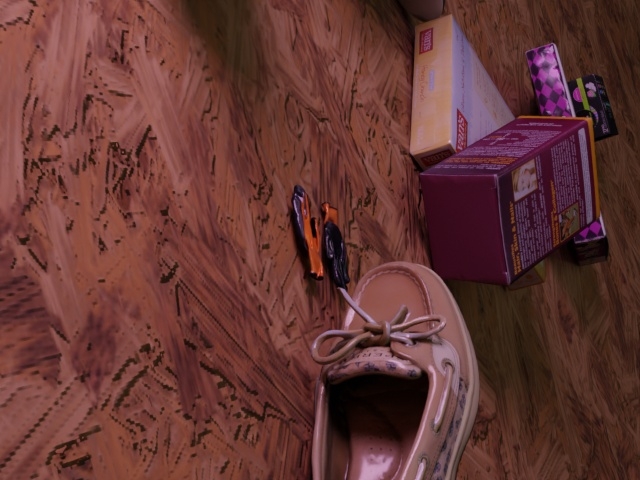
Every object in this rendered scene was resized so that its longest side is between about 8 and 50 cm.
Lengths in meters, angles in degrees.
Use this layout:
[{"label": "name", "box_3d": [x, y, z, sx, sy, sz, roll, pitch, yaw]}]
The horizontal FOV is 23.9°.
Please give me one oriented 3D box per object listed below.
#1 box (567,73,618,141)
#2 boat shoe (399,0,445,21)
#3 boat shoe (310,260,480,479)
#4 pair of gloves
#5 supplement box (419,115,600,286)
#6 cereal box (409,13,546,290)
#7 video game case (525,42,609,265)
[{"label": "box", "box_3d": [0.350, -0.171, 2.005, 0.052, 0.062, 0.083, -4, 78, -66]}, {"label": "boat shoe", "box_3d": [0.085, -0.279, 1.483, 0.137, 0.049, 0.043, 59, 29, -17]}, {"label": "boat shoe", "box_3d": [0.046, 0.122, 1.023, 0.089, 0.105, 0.285, 53, 30, -46]}, {"label": "pair of gloves", "box_3d": [0.000, 0.000, 1.129, 0.083, 0.010, 0.074, 32, 44, -62]}, {"label": "supplement box", "box_3d": [0.178, -0.040, 1.388, 0.188, 0.081, 0.104, -30, 117, -49]}, {"label": "cereal box", "box_3d": [0.160, -0.085, 1.513, 0.240, 0.047, 0.173, 50, 34, -42]}, {"label": "video game case", "box_3d": [0.293, -0.095, 1.789, 0.210, 0.042, 0.232, 33, 43, -76]}]
